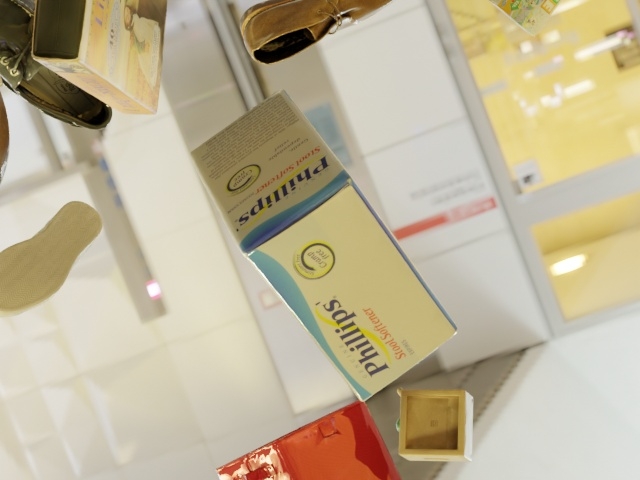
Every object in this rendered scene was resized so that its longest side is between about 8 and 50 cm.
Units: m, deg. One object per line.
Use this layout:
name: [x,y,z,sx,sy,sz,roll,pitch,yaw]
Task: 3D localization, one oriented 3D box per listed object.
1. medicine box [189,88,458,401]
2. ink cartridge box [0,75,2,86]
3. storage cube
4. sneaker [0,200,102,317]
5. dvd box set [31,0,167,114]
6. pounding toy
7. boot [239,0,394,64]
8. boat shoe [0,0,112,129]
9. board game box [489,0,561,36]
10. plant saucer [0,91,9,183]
medicine box: [0.000,0.000,1.589,0.149,0.263,0.289,-36,-148,1]
ink cartridge box: [-0.373,-0.168,1.105,0.175,0.127,0.072,-13,-171,3]
storage cube: [-0.005,0.378,2.009,0.215,0.193,0.184,-19,171,-42]
sneaker: [-0.471,0.067,2.115,0.169,0.108,0.292,-45,-178,38]
dvd box set: [-0.263,-0.339,1.677,0.062,0.307,0.420,4,177,5]
pounding toy: [0.184,0.305,2.232,0.141,0.130,0.100,-2,163,18]
boot: [0.020,-0.367,2.138,0.305,0.112,0.115,-24,-145,7]
boat shoe: [-0.432,-0.276,2.012,0.127,0.340,0.113,-43,-134,-8]
board game box: [0.322,-0.384,1.914,0.103,0.026,0.154,27,103,-44]
plant saucer: [-0.471,-0.121,1.338,0.311,0.310,0.050,-20,-153,20]
